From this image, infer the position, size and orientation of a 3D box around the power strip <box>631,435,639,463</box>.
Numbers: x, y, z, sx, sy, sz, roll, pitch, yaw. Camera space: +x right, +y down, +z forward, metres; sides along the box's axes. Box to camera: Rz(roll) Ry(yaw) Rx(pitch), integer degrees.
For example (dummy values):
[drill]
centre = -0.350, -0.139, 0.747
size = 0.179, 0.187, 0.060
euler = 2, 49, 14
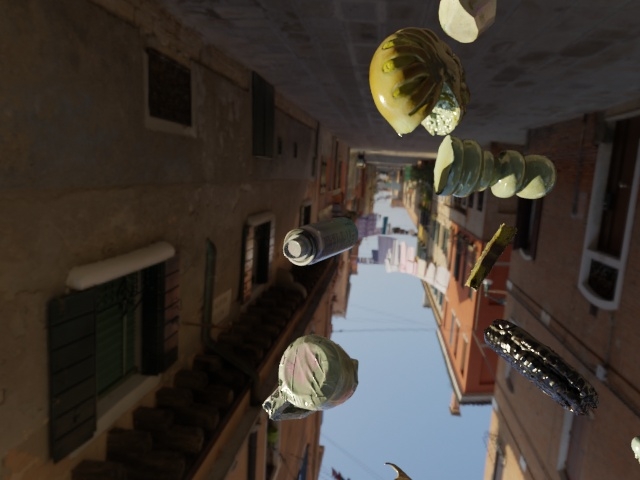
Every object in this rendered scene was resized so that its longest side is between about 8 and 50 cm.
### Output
[power strip]
centre = 0.374, 0.248, 0.501
size = 0.055, 0.035, 0.083
euler = 4, -171, 0

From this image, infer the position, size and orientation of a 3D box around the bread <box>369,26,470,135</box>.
[bread]
centre = 0.295, -0.455, 1.308
size = 0.332, 0.334, 0.160
euler = -2, 178, -33

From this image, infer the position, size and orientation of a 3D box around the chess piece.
[chess piece]
centre = 0.375, -0.142, 0.978
size = 0.242, 0.133, 0.133
euler = 8, -172, -1

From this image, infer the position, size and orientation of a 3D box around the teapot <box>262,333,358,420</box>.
[teapot]
centre = -0.002, 0.346, 1.085
size = 0.163, 0.222, 0.178
euler = 18, 168, 38

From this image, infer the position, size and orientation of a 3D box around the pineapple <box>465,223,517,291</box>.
[pineapple]
centre = 0.175, 0.021, 0.482
size = 0.019, 0.083, 0.045
euler = 32, 168, 18

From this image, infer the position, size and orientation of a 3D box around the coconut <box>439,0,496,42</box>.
[coconut]
centre = 0.322, -0.505, 1.020
size = 0.122, 0.116, 0.116
euler = -44, -160, -8

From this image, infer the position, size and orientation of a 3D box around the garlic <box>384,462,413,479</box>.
[garlic]
centre = 0.180, 0.676, 1.093
size = 0.164, 0.146, 0.245
euler = 33, -138, 10

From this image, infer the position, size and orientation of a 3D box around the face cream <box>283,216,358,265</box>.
[face cream]
centre = 0.000, 0.000, 0.897
size = 0.075, 0.075, 0.229
euler = 7, -170, 24

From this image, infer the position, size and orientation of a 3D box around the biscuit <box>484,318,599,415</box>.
[biscuit]
centre = 0.348, 0.199, 0.737
size = 0.194, 0.053, 0.194
euler = 42, 180, 0
